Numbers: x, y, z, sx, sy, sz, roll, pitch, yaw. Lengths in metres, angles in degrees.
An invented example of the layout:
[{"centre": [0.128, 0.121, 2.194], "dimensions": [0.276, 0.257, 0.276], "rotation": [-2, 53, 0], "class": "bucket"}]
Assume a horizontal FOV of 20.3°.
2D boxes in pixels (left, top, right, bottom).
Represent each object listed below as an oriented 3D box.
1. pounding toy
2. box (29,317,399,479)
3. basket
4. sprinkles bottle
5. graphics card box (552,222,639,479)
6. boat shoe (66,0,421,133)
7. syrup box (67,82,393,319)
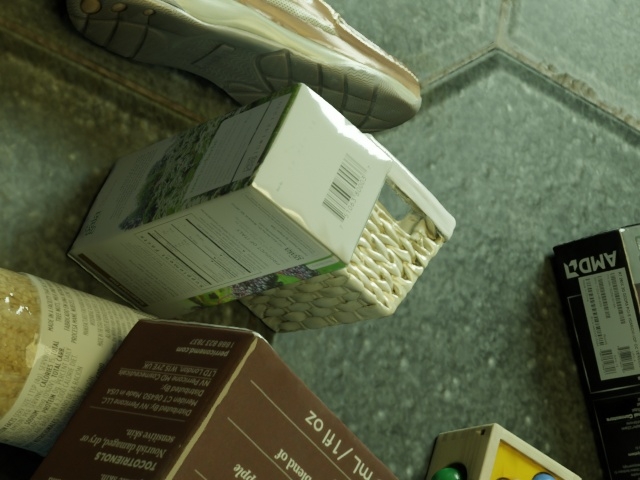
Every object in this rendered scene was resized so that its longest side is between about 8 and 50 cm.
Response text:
[{"centre": [0.142, 0.227, 1.478], "dimensions": [0.141, 0.100, 0.130], "rotation": [34, 59, -28], "class": "pounding toy"}, {"centre": [-0.120, 0.253, 1.107], "dimensions": [0.191, 0.143, 0.381], "rotation": [47, 63, -31], "class": "box"}, {"centre": [0.000, 0.000, 1.381], "dimensions": [0.113, 0.167, 0.103], "rotation": [43, 61, -23], "class": "basket"}, {"centre": [-0.184, 0.090, 1.227], "dimensions": [0.355, 0.121, 0.121], "rotation": [21, 66, -34], "class": "sprinkles bottle"}, {"centre": [0.363, 0.159, 1.687], "dimensions": [0.233, 0.094, 0.370], "rotation": [-9, 83, -41], "class": "graphics card box"}, {"centre": [-0.046, -0.179, 1.419], "dimensions": [0.324, 0.123, 0.116], "rotation": [23, 63, -36], "class": "boat shoe"}, {"centre": [-0.069, -0.022, 1.276], "dimensions": [0.096, 0.237, 0.093], "rotation": [40, 57, -24], "class": "syrup box"}]
